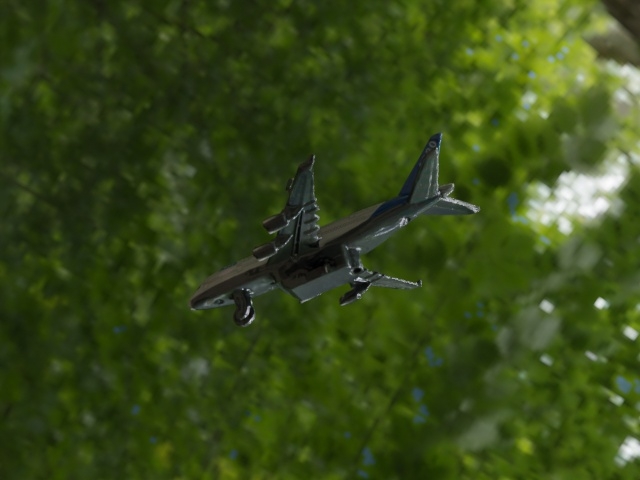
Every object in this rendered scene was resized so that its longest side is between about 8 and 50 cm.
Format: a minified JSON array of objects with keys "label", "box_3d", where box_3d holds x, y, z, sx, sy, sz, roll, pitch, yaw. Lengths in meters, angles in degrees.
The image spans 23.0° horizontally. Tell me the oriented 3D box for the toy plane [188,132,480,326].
[{"label":"toy plane","box_3d":[0.002,0.002,0.425,0.084,0.078,0.024,-32,-125,8]}]
